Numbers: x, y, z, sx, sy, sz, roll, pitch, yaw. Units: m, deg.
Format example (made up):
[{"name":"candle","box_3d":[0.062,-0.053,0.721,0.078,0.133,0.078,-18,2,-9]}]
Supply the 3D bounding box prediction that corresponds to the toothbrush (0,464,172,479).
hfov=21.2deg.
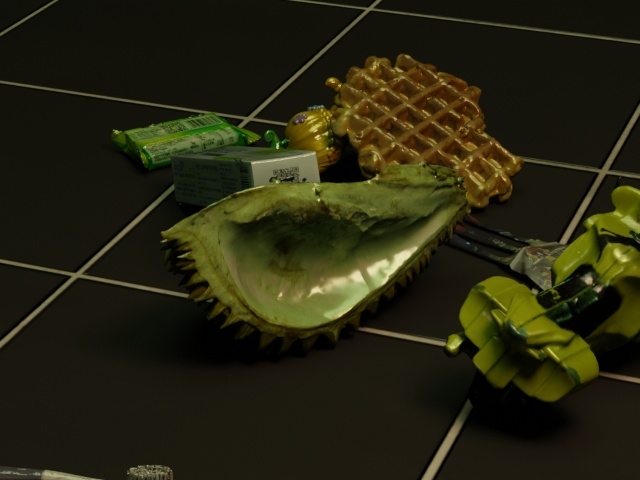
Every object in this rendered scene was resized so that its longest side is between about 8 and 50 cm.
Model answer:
[{"name":"toothbrush","box_3d":[-0.277,0.217,1.580,0.288,0.026,0.024,2,23,6]}]

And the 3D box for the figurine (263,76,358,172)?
[{"name":"figurine","box_3d":[-0.008,-0.143,2.202,0.156,0.115,0.095,-19,1,-24]}]

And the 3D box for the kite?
[{"name":"kite","box_3d":[0.240,0.014,1.997,0.245,0.015,0.141,21,31,34]}]

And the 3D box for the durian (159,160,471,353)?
[{"name":"durian","box_3d":[-0.006,-0.004,1.831,0.394,0.198,0.163,-12,28,-27]}]

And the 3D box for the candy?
[{"name":"candy","box_3d":[-0.179,-0.133,2.273,0.178,0.032,0.102,-15,34,-30]}]

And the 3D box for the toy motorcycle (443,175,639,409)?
[{"name":"toy motorcycle","box_3d":[0.279,0.055,1.725,0.142,0.206,0.342,37,43,26]}]

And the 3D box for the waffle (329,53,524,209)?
[{"name":"waffle","box_3d":[0.137,-0.142,2.166,0.249,0.056,0.253,15,42,-4]}]

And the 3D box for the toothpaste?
[{"name":"toothpaste","box_3d":[-0.094,-0.071,1.988,0.081,0.067,0.336,-9,7,-19]}]
